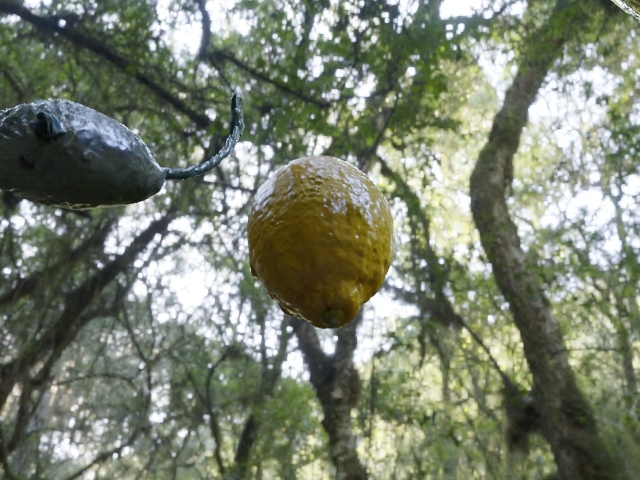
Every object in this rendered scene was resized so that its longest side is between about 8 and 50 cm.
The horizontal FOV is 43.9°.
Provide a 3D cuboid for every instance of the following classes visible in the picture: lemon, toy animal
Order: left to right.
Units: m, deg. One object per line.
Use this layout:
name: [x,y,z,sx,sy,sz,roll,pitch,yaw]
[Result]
toy animal: [-0.136,-0.066,0.592,0.070,0.253,0.079,24,-66,36]
lemon: [0.000,0.000,0.748,0.142,0.187,0.142,-6,-41,-5]

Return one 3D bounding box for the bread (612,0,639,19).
bread: [0.326,-0.258,0.564,0.321,0.320,0.237,8,-47,-3]
